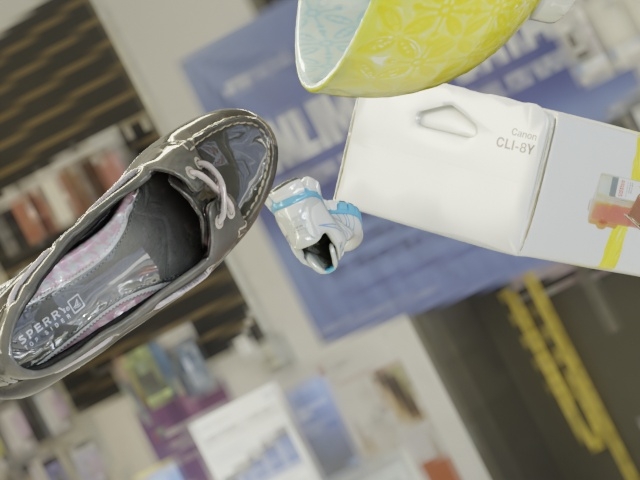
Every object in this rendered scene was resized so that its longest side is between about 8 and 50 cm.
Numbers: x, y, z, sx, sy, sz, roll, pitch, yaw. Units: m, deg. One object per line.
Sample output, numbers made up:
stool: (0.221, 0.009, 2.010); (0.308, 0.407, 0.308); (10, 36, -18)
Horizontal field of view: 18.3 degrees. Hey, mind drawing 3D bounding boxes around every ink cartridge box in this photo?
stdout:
ink cartridge box: (0.245, -0.065, 2.222); (0.279, 0.160, 0.385); (16, 4, 42)

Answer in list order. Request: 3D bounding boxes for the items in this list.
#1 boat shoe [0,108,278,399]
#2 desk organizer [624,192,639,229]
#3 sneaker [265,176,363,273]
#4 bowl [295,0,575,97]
boat shoe: (-0.139, 0.009, 1.544); (0.335, 0.112, 0.095); (-41, 16, -26)
desk organizer: (0.299, -0.010, 1.586); (0.050, 0.047, 0.130); (-66, 25, 15)
sneaker: (0.000, 0.000, 2.016); (0.071, 0.083, 0.191); (-25, -19, 16)
bowl: (0.099, -0.221, 1.334); (0.156, 0.289, 0.289); (13, -7, -13)
